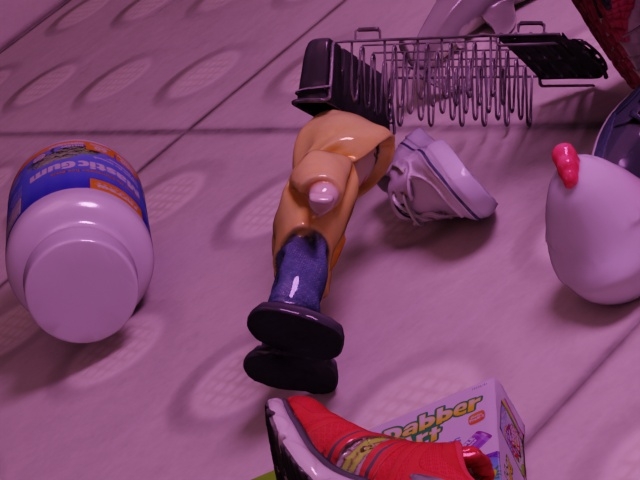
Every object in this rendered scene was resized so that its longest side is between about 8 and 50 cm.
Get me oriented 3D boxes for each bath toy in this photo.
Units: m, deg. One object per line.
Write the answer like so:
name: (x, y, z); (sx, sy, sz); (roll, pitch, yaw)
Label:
bath toy: (0.319, -0.077, 1.318); (0.348, 0.129, 0.151); (-26, 23, 15)

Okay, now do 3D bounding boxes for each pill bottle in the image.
pill bottle: (-0.251, 0.002, 1.838); (0.152, 0.152, 0.272); (-30, 22, 2)

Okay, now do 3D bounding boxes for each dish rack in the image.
dish rack: (0.129, -0.148, 1.649); (0.271, 0.074, 0.208); (0, -5, 19)

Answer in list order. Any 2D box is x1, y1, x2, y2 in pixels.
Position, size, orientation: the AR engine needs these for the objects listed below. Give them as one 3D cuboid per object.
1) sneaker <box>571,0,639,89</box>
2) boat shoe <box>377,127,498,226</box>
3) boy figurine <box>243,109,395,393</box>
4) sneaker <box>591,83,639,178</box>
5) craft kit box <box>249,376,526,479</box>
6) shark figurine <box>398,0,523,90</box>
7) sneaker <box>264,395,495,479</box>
sneaker: (0.283, -0.218, 1.514); (0.112, 0.299, 0.121); (-31, 67, 2)
boat shoe: (0.101, -0.044, 1.611); (0.076, 0.083, 0.226); (-41, 10, 2)
boy figurine: (0.000, 0.000, 1.525); (0.092, 0.177, 0.285); (12, 45, 5)
sneaker: (0.293, -0.142, 1.416); (0.086, 0.163, 0.226); (34, 73, 21)
craft kit box: (0.022, 0.218, 1.173); (0.250, 0.061, 0.246); (-25, 20, 14)
shark figurine: (0.143, -0.262, 1.954); (0.166, 0.116, 0.278); (-3, 33, 51)
sneaker: (0.049, 0.163, 1.096); (0.118, 0.107, 0.279); (-18, 21, -19)
